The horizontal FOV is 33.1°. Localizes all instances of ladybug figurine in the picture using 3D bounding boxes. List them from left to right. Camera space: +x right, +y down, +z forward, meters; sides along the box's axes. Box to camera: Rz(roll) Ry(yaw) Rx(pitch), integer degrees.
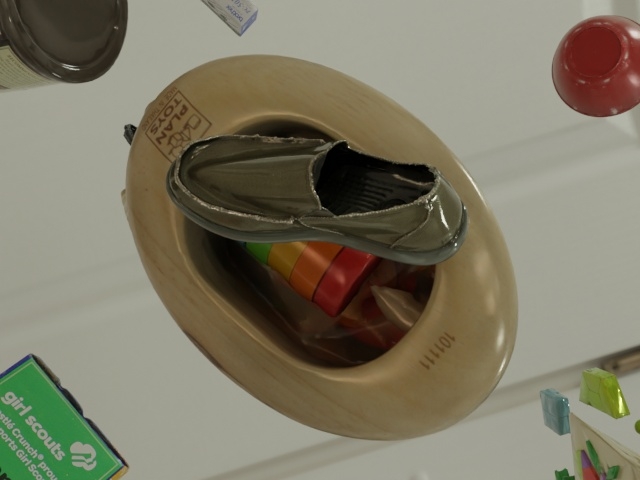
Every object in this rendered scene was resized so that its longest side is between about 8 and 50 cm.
[{"bbox_3d":[0.000,0.000,1.055,0.449,0.305,0.162,43,9,17],"label":"ladybug figurine"}]

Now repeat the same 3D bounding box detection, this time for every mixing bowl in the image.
[{"bbox_3d":[0.471,-0.306,1.817,0.098,0.181,0.181,17,53,-65],"label":"mixing bowl"}]

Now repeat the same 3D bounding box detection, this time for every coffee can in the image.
[{"bbox_3d":[-0.394,-0.268,1.251,0.201,0.275,0.202,8,81,-59],"label":"coffee can"}]

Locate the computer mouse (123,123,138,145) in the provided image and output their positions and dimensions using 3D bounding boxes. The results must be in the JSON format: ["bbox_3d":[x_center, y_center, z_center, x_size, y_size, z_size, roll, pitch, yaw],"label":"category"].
[{"bbox_3d":[-0.176,-0.112,1.402,0.242,0.071,0.041,29,-72,34],"label":"computer mouse"}]

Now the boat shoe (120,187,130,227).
[{"bbox_3d":[-0.153,-0.012,1.213,0.170,0.063,0.059,20,53,-43],"label":"boat shoe"}]

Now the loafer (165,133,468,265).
[{"bbox_3d":[-0.006,-0.049,0.856,0.087,0.251,0.094,78,24,-57],"label":"loafer"}]

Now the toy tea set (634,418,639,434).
[{"bbox_3d":[0.467,0.227,1.254,0.200,0.336,0.124,34,-13,6],"label":"toy tea set"}]

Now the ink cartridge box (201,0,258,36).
[{"bbox_3d":[-0.195,-0.435,1.803,0.207,0.046,0.097,43,-4,-4],"label":"ink cartridge box"}]

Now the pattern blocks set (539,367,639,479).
[{"bbox_3d":[0.317,0.279,1.157,0.325,0.026,0.285,169,-90,-80],"label":"pattern blocks set"}]

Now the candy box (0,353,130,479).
[{"bbox_3d":[-0.326,0.245,0.742,0.122,0.317,0.268,50,-47,-1],"label":"candy box"}]
